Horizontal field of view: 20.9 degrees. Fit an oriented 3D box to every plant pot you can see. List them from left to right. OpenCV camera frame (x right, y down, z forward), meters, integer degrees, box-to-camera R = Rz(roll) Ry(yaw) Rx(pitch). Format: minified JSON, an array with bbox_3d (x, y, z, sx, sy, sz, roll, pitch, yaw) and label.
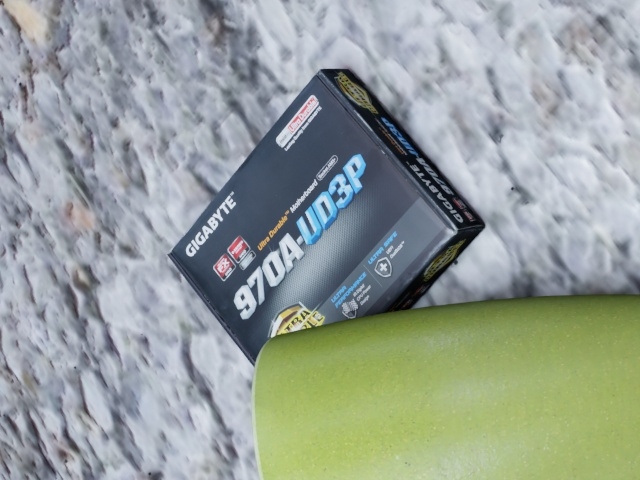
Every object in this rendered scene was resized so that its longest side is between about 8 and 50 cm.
[{"bbox_3d":[0.143,0.149,1.212,0.293,0.275,0.274,-21,84,16],"label":"plant pot"}]

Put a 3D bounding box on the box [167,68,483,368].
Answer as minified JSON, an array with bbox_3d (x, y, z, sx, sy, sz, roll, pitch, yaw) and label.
[{"bbox_3d":[0.000,0.000,1.384,0.175,0.051,0.220,51,119,17],"label":"box"}]
